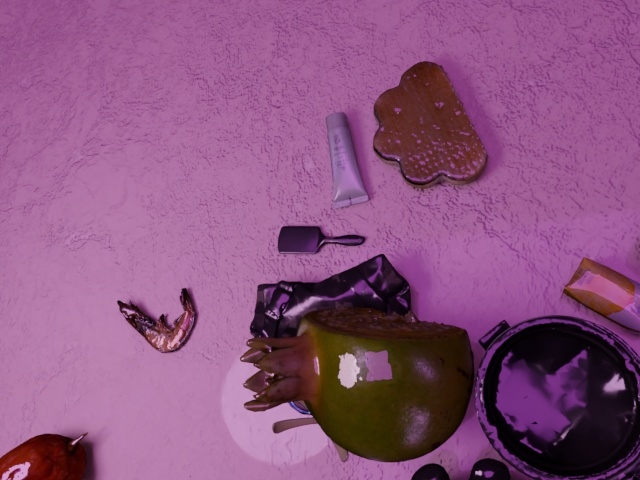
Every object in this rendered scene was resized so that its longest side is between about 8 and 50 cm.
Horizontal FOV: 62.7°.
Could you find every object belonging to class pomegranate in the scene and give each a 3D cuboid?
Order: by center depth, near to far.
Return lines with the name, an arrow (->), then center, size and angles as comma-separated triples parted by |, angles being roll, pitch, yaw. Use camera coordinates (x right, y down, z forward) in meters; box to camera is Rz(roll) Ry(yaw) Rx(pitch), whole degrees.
pomegranate -> 0.056, 0.225, 0.812 | 0.359, 0.310, 0.215 | -4, 96, -23

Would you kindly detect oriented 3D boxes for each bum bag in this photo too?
bum bag -> 0.010, 0.126, 1.035 | 0.341, 0.095, 0.143 | -16, 89, 19

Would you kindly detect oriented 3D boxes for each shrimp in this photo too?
shrimp -> -0.366, 0.156, 1.193 | 0.195, 0.035, 0.147 | 35, 92, 17

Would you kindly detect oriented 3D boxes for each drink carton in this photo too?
drink carton -> 0.514, 0.107, 0.869 | 0.200, 0.074, 0.084 | 33, 90, 23

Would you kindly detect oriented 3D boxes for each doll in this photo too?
doll -> 0.255, 0.441, 0.846 | 0.235, 0.135, 0.143 | -13, 48, 14

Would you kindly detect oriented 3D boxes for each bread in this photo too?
bread -> 0.205, -0.223, 1.076 | 0.208, 0.056, 0.286 | -20, 70, 11

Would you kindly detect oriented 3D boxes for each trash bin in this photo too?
trash bin -> 0.351, 0.232, 0.793 | 0.217, 0.262, 0.277 | -44, 66, 5

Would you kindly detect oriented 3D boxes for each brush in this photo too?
brush -> 0.000, 0.000, 1.115 | 0.194, 0.016, 0.062 | 1, 77, 20

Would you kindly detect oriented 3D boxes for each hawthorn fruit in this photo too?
hawthorn fruit -> -0.594, 0.499, 1.109 | 0.190, 0.189, 0.251 | 37, 87, 24

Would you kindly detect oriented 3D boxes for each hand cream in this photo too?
hand cream -> 0.049, -0.173, 1.127 | 0.078, 0.050, 0.204 | -12, 77, 14

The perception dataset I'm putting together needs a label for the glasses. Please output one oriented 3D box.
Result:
glasses -> 0.007, 0.328, 0.959 | 0.239, 0.207, 0.102 | 17, 119, 25
